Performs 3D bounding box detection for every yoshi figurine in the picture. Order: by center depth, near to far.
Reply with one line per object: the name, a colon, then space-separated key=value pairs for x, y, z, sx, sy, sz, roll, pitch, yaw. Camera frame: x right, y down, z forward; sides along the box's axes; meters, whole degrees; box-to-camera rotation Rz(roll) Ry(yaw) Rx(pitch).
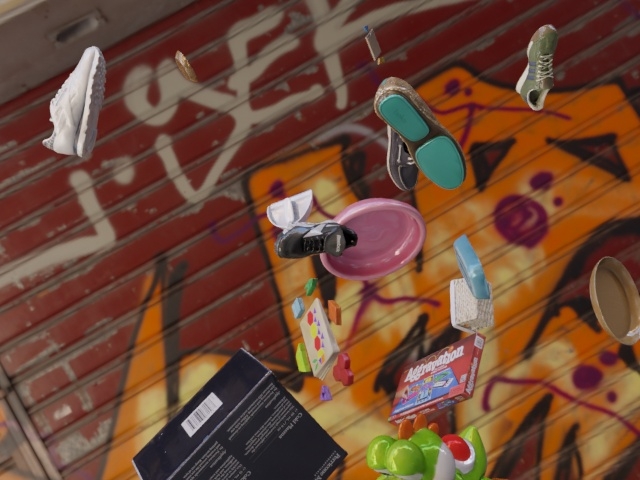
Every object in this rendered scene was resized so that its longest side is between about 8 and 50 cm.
yoshi figurine: x=0.179 y=0.422 z=0.985 sx=0.203 sy=0.203 sz=0.362 roll=-36 pitch=-45 yaw=19

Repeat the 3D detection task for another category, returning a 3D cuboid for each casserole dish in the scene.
casserole dish: x=0.357 y=0.065 z=1.452 sx=0.037 sy=0.114 sz=0.188 roll=-17 pitch=33 yaw=6

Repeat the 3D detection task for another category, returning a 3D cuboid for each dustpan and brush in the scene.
dustpan and brush: x=-0.084 y=-0.058 z=1.749 sx=0.147 sy=0.211 sz=0.060 roll=-20 pitch=-34 yaw=14

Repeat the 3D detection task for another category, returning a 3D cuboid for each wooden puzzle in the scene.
wooden puzzle: x=0.142 y=-0.527 z=1.646 sx=0.014 sy=0.116 sz=0.078 roll=-10 pitch=26 yaw=28

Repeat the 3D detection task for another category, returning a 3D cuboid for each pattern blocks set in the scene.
pattern blocks set: x=-0.002 y=0.265 z=1.630 sx=0.026 sy=0.325 sz=0.285 roll=1 pitch=-31 yaw=-27

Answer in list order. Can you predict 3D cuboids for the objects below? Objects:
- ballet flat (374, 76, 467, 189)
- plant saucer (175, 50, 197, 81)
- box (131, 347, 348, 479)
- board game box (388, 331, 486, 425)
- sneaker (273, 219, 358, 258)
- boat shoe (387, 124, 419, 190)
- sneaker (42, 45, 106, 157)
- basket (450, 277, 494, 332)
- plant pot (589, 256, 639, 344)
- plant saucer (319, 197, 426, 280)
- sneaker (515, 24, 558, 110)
ballet flat: x=0.148 y=-0.157 z=0.871 sx=0.073 sy=0.206 sz=0.067 roll=-24 pitch=41 yaw=26
plant saucer: x=-0.323 y=-0.411 z=1.450 sx=0.015 sy=0.083 sz=0.083 roll=-35 pitch=-3 yaw=-12
box: x=-0.173 y=0.483 z=1.357 sx=0.343 sy=0.312 sz=0.179 roll=-45 pitch=26 yaw=-16
board game box: x=0.246 y=0.304 z=1.317 sx=0.281 sy=0.027 sz=0.145 roll=-46 pitch=15 yaw=52
sneaker: x=0.000 y=0.000 z=1.381 sx=0.106 sy=0.078 sz=0.234 roll=15 pitch=18 yaw=38
boat shoe: x=0.193 y=-0.193 z=1.344 sx=0.075 sy=0.206 sz=0.065 roll=-25 pitch=36 yaw=-21
sneaker: x=-0.513 y=-0.296 z=1.276 sx=0.094 sy=0.235 sz=0.090 roll=13 pitch=-1 yaw=-1
basket: x=0.510 y=0.213 z=2.041 sx=0.113 sy=0.167 sz=0.103 roll=24 pitch=-31 yaw=-35
plant pot: x=0.778 y=0.160 z=1.610 sx=0.236 sy=0.236 sz=0.032 roll=-27 pitch=3 yaw=-41
plant saucer: x=0.153 y=-0.012 z=1.852 sx=0.332 sy=0.084 sz=0.332 roll=-9 pitch=-42 yaw=-8
sneaker: x=0.490 y=-0.370 z=1.339 sx=0.064 sy=0.086 sz=0.192 roll=-11 pitch=-32 yaw=-7
